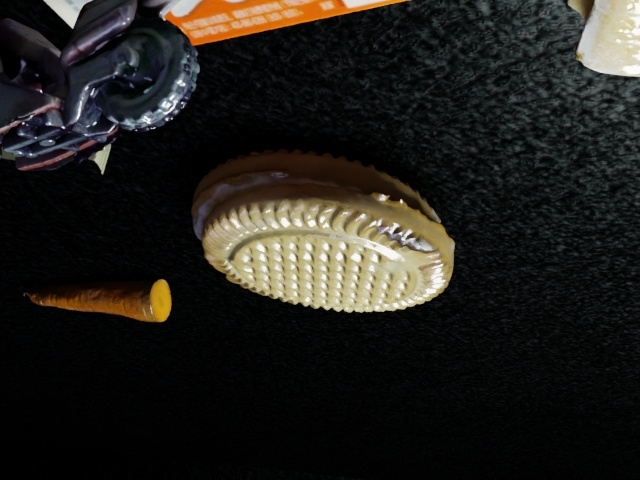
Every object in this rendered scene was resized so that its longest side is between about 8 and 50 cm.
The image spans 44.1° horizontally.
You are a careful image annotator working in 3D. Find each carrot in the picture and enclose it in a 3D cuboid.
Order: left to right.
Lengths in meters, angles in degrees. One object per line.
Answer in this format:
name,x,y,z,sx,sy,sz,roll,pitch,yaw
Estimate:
carrot,-0.302,0.078,1.053,0.224,0.057,0.057,0,153,24

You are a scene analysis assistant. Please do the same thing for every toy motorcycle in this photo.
toy motorcycle,-0.168,-0.104,0.484,0.213,0.122,0.082,-13,172,23

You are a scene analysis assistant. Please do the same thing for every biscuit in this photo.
biscuit,0.000,0.000,0.760,0.259,0.079,0.259,7,154,3

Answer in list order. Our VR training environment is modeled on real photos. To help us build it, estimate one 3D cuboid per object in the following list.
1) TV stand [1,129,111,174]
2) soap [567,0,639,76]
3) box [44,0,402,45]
TV stand,-0.315,-0.101,0.698,0.249,0.036,0.042,10,156,-2
soap,0.208,-0.171,0.353,0.140,0.073,0.232,2,153,4
box,-0.082,-0.206,0.396,0.273,0.048,0.265,-3,153,26
